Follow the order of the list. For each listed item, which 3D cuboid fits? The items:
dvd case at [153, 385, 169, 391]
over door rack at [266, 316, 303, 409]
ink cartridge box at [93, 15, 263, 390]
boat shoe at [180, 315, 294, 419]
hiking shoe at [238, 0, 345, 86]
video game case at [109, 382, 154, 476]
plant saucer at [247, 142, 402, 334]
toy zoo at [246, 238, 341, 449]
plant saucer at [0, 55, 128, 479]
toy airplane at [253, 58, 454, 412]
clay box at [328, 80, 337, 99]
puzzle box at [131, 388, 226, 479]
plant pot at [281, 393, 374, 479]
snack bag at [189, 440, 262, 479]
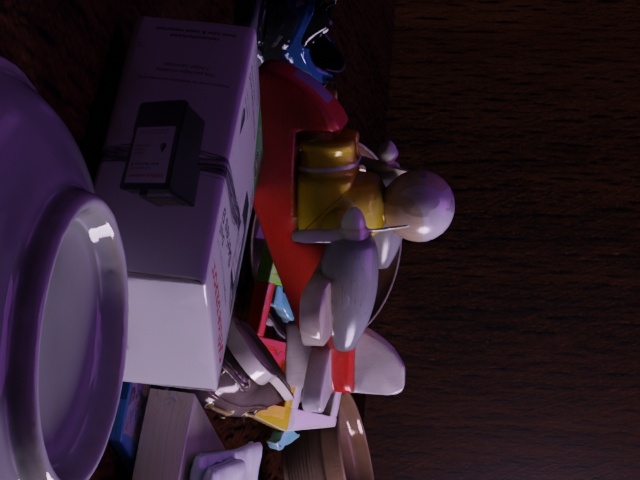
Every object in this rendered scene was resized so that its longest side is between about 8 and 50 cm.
[{"bbox_3d":[-0.166,0.097,1.525,0.119,0.013,0.087,85,12,-49],"label":"dvd case"},{"bbox_3d":[-0.008,0.116,2.322,0.239,0.108,0.324,61,45,-74],"label":"over door rack"},{"bbox_3d":[-0.135,-0.031,1.375,0.211,0.122,0.289,90,7,-57],"label":"ink cartridge box"},{"bbox_3d":[-0.104,0.168,1.800,0.116,0.097,0.324,54,-1,10],"label":"boat shoe"},{"bbox_3d":[-0.032,-0.217,1.990,0.304,0.132,0.113,80,16,-59],"label":"hiking shoe"},{"bbox_3d":[-0.185,0.151,1.517,0.119,0.015,0.166,79,17,-61],"label":"video game case"},{"bbox_3d":[0.000,0.000,2.135,0.311,0.050,0.310,-6,99,-43],"label":"plant saucer"},{"bbox_3d":[-0.032,0.151,2.064,0.192,0.030,0.293,18,81,-44],"label":"toy zoo"},{"bbox_3d":[-0.211,0.068,1.026,0.400,0.101,0.400,3,90,-82],"label":"plant saucer"},{"bbox_3d":[0.037,0.011,1.747,0.384,0.272,0.386,54,23,-54],"label":"toy airplane"},{"bbox_3d":[-0.003,-0.158,2.483,0.127,0.053,0.222,85,11,-45],"label":"clay box"},{"bbox_3d":[-0.170,0.389,1.532,0.272,0.052,0.409,80,18,-66],"label":"puzzle box"},{"bbox_3d":[0.008,0.352,2.240,0.237,0.110,0.237,-13,90,-79],"label":"plant pot"},{"bbox_3d":[-0.113,0.392,1.624,0.342,0.037,0.323,36,60,-81],"label":"snack bag"}]
